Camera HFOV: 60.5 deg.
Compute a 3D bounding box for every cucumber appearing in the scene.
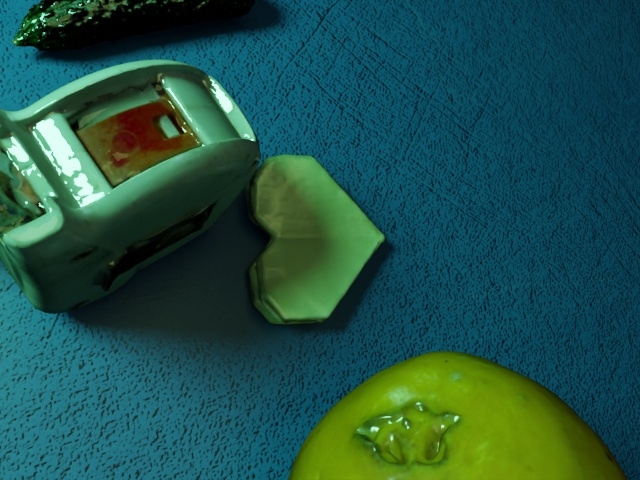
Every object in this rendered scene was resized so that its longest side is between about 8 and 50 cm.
[{"bbox_3d":[-0.216,-0.283,0.662,0.300,0.072,0.072,-24,83,-28],"label":"cucumber"}]

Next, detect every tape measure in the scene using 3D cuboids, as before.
[{"bbox_3d":[-0.180,-0.041,0.488,0.265,0.258,0.130,-32,85,-28],"label":"tape measure"}]

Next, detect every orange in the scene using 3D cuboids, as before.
[{"bbox_3d":[0.116,0.257,0.487,0.312,0.312,0.312,7,70,-20],"label":"orange"}]

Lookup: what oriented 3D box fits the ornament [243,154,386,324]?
[{"bbox_3d":[0.000,0.000,0.668,0.180,0.059,0.201,0,75,-23],"label":"ornament"}]
